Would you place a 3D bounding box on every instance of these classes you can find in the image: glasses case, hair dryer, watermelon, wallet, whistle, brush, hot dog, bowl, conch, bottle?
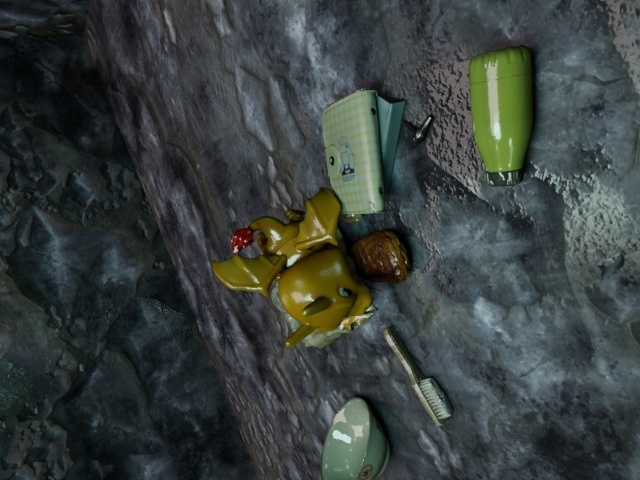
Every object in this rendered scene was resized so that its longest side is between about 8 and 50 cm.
[{"bbox_3d":[0.168,-0.249,1.133,0.105,0.056,0.266,-119,29,-51],"label":"glasses case"},{"bbox_3d":[0.235,-0.286,1.043,0.083,0.031,0.079,52,131,33],"label":"hair dryer"},{"bbox_3d":[0.016,-0.003,1.412,0.193,0.137,0.145,9,80,50],"label":"watermelon"},{"bbox_3d":[0.088,-0.226,1.145,0.223,0.077,0.309,3,99,58],"label":"wallet"},{"bbox_3d":[-0.128,0.283,1.761,0.126,0.067,0.257,-12,103,41],"label":"whistle"},{"bbox_3d":[0.302,0.404,1.292,0.065,0.070,0.327,-40,74,34],"label":"brush"},{"bbox_3d":[0.174,0.056,1.231,0.227,0.099,0.160,-2,106,54],"label":"hot dog"},{"bbox_3d":[0.147,0.766,1.542,0.158,0.337,0.337,28,144,-13],"label":"bowl"},{"bbox_3d":[0.019,0.236,1.434,0.324,0.263,0.186,-31,56,19],"label":"conch"},{"bbox_3d":[0.360,-0.237,0.837,0.112,0.112,0.260,9,116,49],"label":"bottle"}]

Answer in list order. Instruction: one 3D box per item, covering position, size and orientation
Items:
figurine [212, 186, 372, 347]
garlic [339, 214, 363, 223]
[{"bbox_3d":[-0.073,0.088,1.220,0.387,0.401,0.268,55,169,29],"label":"figurine"},{"bbox_3d":[0.089,-0.123,1.285,0.084,0.066,0.152,0,112,22],"label":"garlic"}]
